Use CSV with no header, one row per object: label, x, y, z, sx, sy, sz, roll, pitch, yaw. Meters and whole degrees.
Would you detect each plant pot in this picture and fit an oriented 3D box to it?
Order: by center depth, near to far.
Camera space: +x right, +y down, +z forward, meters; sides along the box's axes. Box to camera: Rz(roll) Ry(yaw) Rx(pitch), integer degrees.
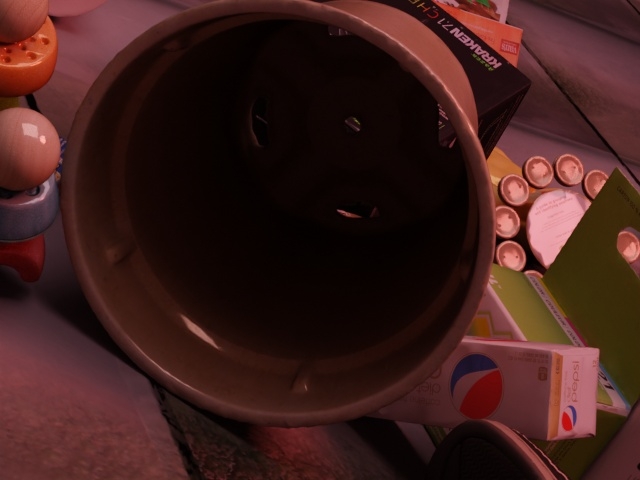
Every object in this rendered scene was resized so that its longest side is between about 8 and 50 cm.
plant pot,-0.001,-0.059,1.502,0.334,0.334,0.305,34,22,2

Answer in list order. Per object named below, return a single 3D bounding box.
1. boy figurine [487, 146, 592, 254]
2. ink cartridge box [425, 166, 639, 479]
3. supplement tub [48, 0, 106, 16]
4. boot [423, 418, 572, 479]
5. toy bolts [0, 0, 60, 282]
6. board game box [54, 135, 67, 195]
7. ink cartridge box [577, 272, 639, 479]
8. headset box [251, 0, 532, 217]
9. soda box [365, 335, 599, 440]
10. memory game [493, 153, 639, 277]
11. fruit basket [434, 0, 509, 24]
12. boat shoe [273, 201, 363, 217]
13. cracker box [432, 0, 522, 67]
boy figurine,0.174,-0.078,2.055,0.285,0.092,0.177,37,21,18
ink cartridge box,0.192,0.076,1.571,0.097,0.255,0.189,16,28,-34
supplement tub,-0.283,-0.334,1.911,0.144,0.144,0.200,16,29,-34
boot,0.263,0.290,1.391,0.284,0.138,0.377,1,42,-48
toy bolts,-0.279,-0.092,1.370,0.218,0.158,0.228,-8,58,-32
board game box,-0.306,-0.086,1.526,0.193,0.045,0.147,33,24,0
ink cartridge box,0.411,0.116,1.599,0.285,0.395,0.166,25,27,-17
headset box,0.030,-0.145,1.883,0.246,0.131,0.283,41,41,16
soda box,0.117,0.114,1.493,0.216,0.074,0.069,3,0,41
memory game,0.260,-0.005,1.973,0.186,0.012,0.186,6,74,-22
fruit basket,0.132,-0.420,2.575,0.327,0.165,0.353,30,27,-7
boat shoe,0.000,0.000,1.732,0.183,0.066,0.066,16,8,-23
cracker box,0.098,-0.235,2.151,0.155,0.067,0.232,11,-1,-41
